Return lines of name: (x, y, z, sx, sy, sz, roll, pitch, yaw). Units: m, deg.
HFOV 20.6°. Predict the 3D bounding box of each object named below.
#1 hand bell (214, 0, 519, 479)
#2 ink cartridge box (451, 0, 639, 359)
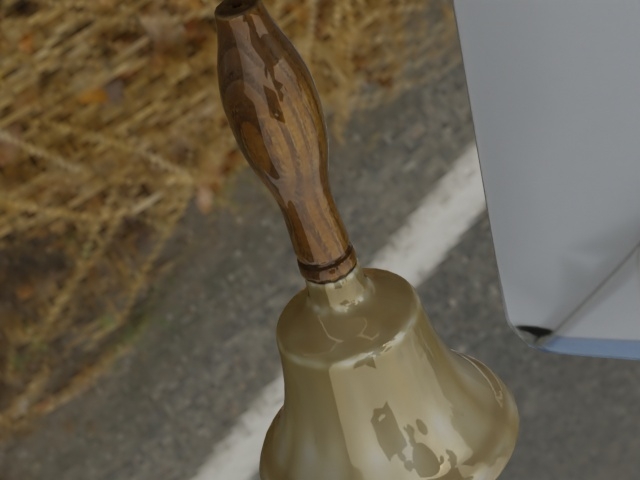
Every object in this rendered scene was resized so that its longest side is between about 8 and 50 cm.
hand bell: (0.000, 0.000, 0.765, 0.126, 0.126, 0.242, -28, 124, -14)
ink cartridge box: (0.170, -0.182, 0.498, 0.395, 0.151, 0.270, -51, 137, -47)
